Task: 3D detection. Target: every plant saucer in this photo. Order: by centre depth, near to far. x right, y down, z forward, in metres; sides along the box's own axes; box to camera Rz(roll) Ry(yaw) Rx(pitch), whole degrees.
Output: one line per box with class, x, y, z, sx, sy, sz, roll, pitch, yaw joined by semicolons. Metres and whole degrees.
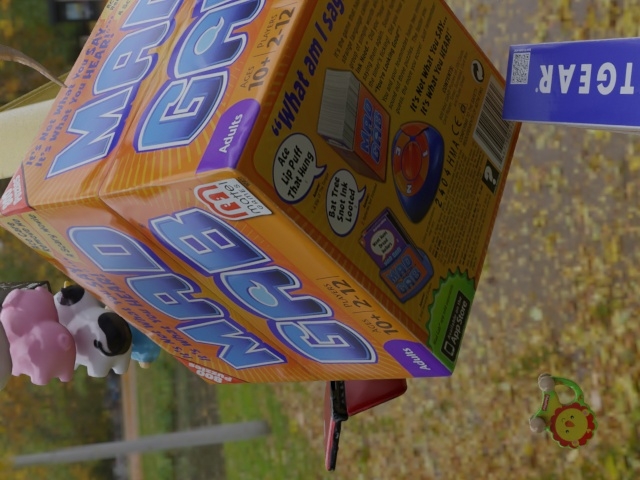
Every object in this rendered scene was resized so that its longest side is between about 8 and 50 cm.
plant saucer;-0.305;-0.196;1.559;0.333;0.333;0.081;-5;115;46

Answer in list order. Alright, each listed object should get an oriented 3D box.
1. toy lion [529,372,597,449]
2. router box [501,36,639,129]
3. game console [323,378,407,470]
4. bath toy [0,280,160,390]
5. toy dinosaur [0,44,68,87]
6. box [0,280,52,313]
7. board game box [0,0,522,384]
toy lion;0.357;0.251;1.648;0.034;0.096;0.100;-24;-55;-82
router box;0.391;-0.137;1.091;0.335;0.301;0.082;-161;76;-67
game console;0.051;0.195;1.374;0.144;0.085;0.124;-91;7;-67
bath toy;-0.366;0.116;1.520;0.151;0.348;0.128;14;100;32
toy dinosaur;-0.366;-0.181;1.099;0.064;0.212;0.112;-115;10;-62
box;-0.532;0.121;1.663;0.231;0.183;0.056;-36;-59;-61
board game box;-0.049;-0.087;1.223;0.356;0.356;0.356;-7;51;40
